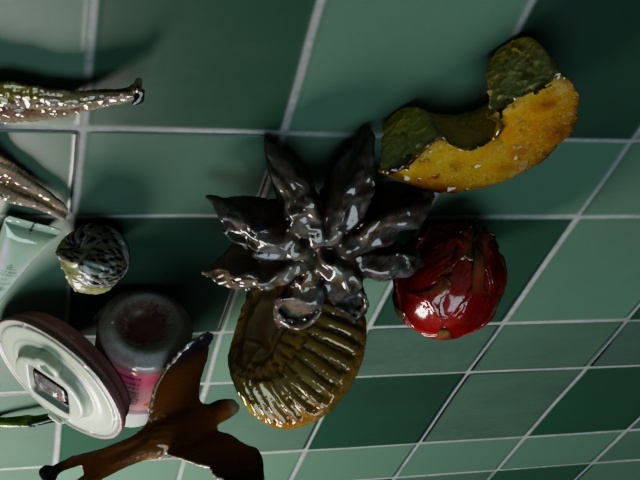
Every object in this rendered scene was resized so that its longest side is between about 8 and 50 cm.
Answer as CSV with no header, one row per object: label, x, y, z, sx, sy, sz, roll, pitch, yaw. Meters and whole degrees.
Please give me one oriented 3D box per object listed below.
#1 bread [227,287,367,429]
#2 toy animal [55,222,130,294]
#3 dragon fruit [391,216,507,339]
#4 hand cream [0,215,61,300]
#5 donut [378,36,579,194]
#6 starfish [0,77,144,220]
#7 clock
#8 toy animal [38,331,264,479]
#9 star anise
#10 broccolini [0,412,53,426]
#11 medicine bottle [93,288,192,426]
bread,-0.040,0.163,1.612,0.240,0.240,0.139,-29,137,25
toy animal,-0.302,0.018,1.434,0.098,0.098,0.137,-9,165,-3
dragon fruit,0.185,0.058,1.579,0.172,0.172,0.209,-1,153,-15
hand cream,-0.434,0.036,1.471,0.078,0.050,0.205,19,132,-34
donut,0.208,-0.138,1.351,0.259,0.101,0.152,-30,143,24
starfish,-0.416,-0.104,1.198,0.384,0.132,0.398,3,131,-32
clock,-0.388,0.205,1.608,0.244,0.056,0.244,24,139,23
toy animal,-0.241,0.305,1.566,0.284,0.225,0.302,-24,170,-10
star anise,0.002,-0.001,1.432,0.332,0.117,0.331,-7,129,-9
broccolini,-0.453,0.304,1.872,0.239,0.051,0.054,-9,-169,-1
medicine bottle,-0.280,0.190,1.660,0.147,0.147,0.247,-1,145,-16
